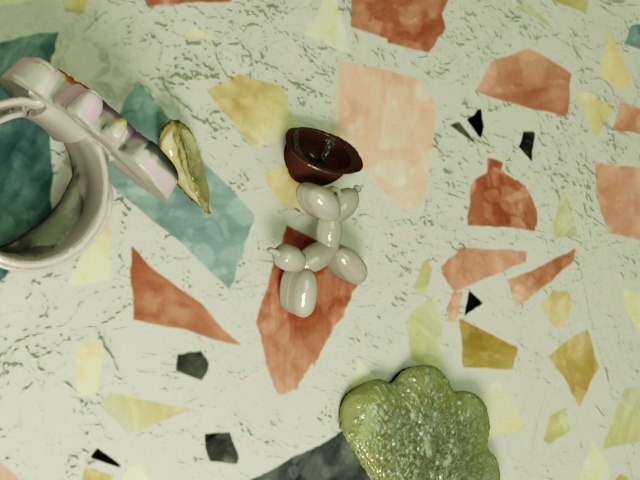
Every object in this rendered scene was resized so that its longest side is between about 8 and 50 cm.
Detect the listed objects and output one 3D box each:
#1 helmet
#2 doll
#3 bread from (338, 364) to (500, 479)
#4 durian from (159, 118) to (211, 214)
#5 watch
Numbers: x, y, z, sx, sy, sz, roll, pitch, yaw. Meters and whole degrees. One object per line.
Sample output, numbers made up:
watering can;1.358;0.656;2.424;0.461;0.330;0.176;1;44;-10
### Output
helmet;-0.006;-0.098;1.981;0.111;0.057;0.089;12;37;-26
doll;0.000;0.000;1.959;0.161;0.059;0.160;-31;122;-28
bread;0.153;0.283;2.054;0.207;0.056;0.286;-44;109;-24
durian;-0.162;-0.096;1.887;0.052;0.066;0.130;-29;110;-29
watch;-0.314;-0.066;1.729;0.244;0.196;0.231;40;75;-26
